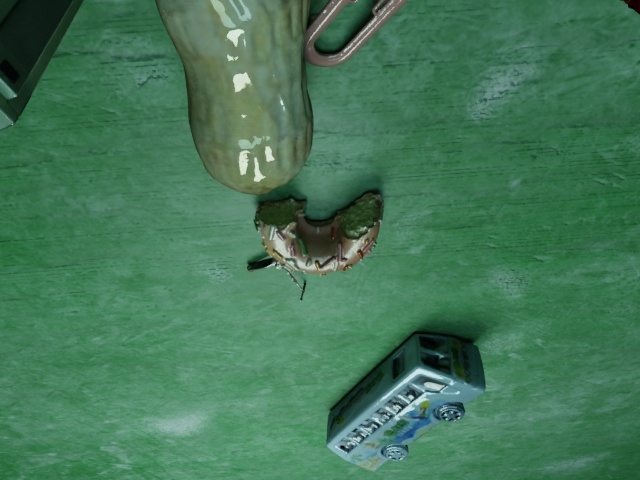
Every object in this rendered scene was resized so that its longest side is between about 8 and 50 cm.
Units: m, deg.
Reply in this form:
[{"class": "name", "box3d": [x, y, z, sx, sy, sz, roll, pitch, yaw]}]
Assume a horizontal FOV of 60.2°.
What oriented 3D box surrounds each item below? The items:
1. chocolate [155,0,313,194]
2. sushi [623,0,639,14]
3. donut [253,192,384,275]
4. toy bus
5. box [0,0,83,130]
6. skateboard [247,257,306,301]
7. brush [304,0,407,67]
[{"class": "chocolate", "box3d": [-0.066, -0.170, 0.489, 0.134, 0.134, 0.309, -6, 136, 1]}, {"class": "sushi", "box3d": [0.316, -0.284, 0.408, 0.126, 0.136, 0.225, -3, 128, -6]}, {"class": "donut", "box3d": [0.000, 0.000, 0.706, 0.165, 0.065, 0.117, -4, 134, 0]}, {"class": "toy bus", "box3d": [0.141, 0.289, 0.984, 0.135, 0.109, 0.330, 27, 127, -14]}, {"class": "box", "box3d": [-0.289, -0.206, 0.361, 0.117, 0.225, 0.225, -19, 134, 13]}, {"class": "skateboard", "box3d": [-0.057, 0.054, 0.782, 0.063, 0.032, 0.083, -17, 133, 25]}, {"class": "brush", "box3d": [0.060, -0.233, 0.484, 0.103, 0.047, 0.233, 9, 151, -38]}]
